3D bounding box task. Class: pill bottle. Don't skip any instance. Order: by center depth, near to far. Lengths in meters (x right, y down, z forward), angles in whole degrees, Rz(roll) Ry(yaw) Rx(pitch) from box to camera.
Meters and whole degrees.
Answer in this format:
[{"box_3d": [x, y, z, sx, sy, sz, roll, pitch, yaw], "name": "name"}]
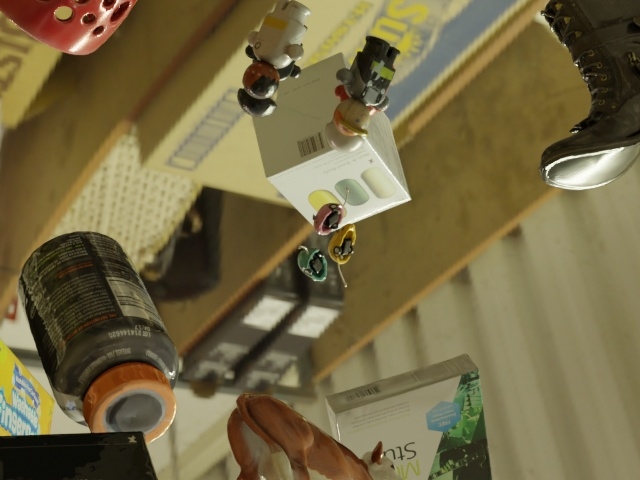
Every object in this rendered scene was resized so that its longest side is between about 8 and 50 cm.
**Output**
[{"box_3d": [-0.224, 0.105, 1.251, 0.130, 0.130, 0.246, -65, -145, 22], "name": "pill bottle"}]

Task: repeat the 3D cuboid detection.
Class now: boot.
[{"box_3d": [0.324, -0.191, 1.434, 0.229, 0.263, 0.091, 62, -22, 22], "name": "boot"}]

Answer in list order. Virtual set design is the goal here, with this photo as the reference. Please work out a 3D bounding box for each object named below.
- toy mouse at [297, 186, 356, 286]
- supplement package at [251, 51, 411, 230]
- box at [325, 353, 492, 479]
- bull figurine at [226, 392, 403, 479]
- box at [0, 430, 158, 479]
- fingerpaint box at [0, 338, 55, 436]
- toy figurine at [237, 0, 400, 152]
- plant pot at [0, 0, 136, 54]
[{"box_3d": [0.000, 0.000, 1.770, 0.031, 0.143, 0.161, 22, -70, 33], "name": "toy mouse"}, {"box_3d": [0.020, -0.176, 2.294, 0.199, 0.263, 0.198, -22, -120, 14], "name": "supplement package"}, {"box_3d": [0.147, 0.350, 1.882, 0.058, 0.232, 0.322, -123, -160, -60], "name": "box"}, {"box_3d": [0.005, 0.287, 1.403, 0.101, 0.310, 0.188, -38, -139, 19], "name": "bull figurine"}, {"box_3d": [-0.263, 0.252, 1.012, 0.184, 0.261, 0.103, -122, -142, -56], "name": "box"}, {"box_3d": [-0.466, 0.304, 1.461, 0.445, 0.163, 0.371, 83, 9, -65], "name": "fingerpaint box"}, {"box_3d": [-0.007, -0.216, 1.646, 0.209, 0.213, 0.148, -161, -84, -87], "name": "toy figurine"}, {"box_3d": [-0.284, -0.342, 1.415, 0.174, 0.191, 0.191, -44, -137, 23], "name": "plant pot"}]
